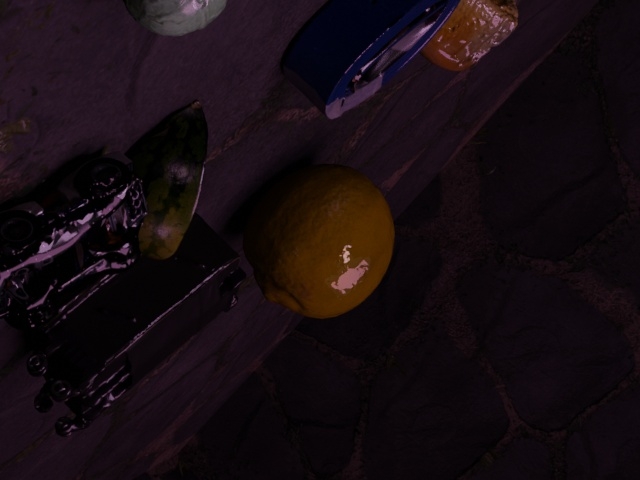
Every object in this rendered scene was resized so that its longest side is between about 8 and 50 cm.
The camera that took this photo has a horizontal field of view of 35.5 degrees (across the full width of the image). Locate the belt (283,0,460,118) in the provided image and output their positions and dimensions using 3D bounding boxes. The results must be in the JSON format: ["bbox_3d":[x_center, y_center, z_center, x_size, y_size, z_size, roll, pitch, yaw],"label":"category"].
[{"bbox_3d":[0.095,-0.365,1.724,0.347,0.117,0.212,-43,168,-13],"label":"belt"}]

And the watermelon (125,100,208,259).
[{"bbox_3d":[-0.282,-0.072,1.571,0.128,0.159,0.303,10,136,-27],"label":"watermelon"}]

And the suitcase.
[{"bbox_3d":[-0.341,0.141,1.811,0.434,0.194,0.283,-39,167,-26],"label":"suitcase"}]

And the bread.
[{"bbox_3d":[0.283,-0.437,2.024,0.204,0.162,0.262,-38,159,32],"label":"bread"}]

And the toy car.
[{"bbox_3d":[-0.373,-0.002,1.391,0.301,0.118,0.193,-35,154,-32],"label":"toy car"}]

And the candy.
[{"bbox_3d":[-0.061,-0.397,1.155,0.440,0.119,0.119,-48,171,-20],"label":"candy"}]

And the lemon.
[{"bbox_3d":[0.000,0.000,2.184,0.348,0.348,0.348,-42,169,-11],"label":"lemon"}]
